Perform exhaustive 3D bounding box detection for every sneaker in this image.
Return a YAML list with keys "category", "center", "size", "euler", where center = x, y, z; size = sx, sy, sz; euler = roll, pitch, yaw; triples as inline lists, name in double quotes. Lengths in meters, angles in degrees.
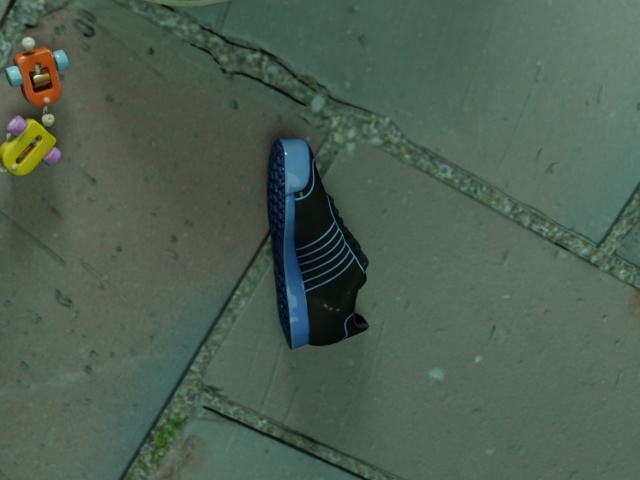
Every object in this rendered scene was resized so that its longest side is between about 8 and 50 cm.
- category: "sneaker"
  center: [0.000, 0.000, 1.451]
  size: [0.090, 0.081, 0.232]
  euler: [-10, 118, -13]

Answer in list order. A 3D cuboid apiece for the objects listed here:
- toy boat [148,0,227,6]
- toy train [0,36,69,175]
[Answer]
- category: "toy boat"
  center: [-0.129, -0.353, 1.237]
  size: [0.267, 0.148, 0.318]
  euler: [-28, 109, 14]
- category: "toy train"
  center: [-0.308, -0.115, 1.344]
  size: [0.166, 0.046, 0.125]
  euler: [-26, 120, -18]
